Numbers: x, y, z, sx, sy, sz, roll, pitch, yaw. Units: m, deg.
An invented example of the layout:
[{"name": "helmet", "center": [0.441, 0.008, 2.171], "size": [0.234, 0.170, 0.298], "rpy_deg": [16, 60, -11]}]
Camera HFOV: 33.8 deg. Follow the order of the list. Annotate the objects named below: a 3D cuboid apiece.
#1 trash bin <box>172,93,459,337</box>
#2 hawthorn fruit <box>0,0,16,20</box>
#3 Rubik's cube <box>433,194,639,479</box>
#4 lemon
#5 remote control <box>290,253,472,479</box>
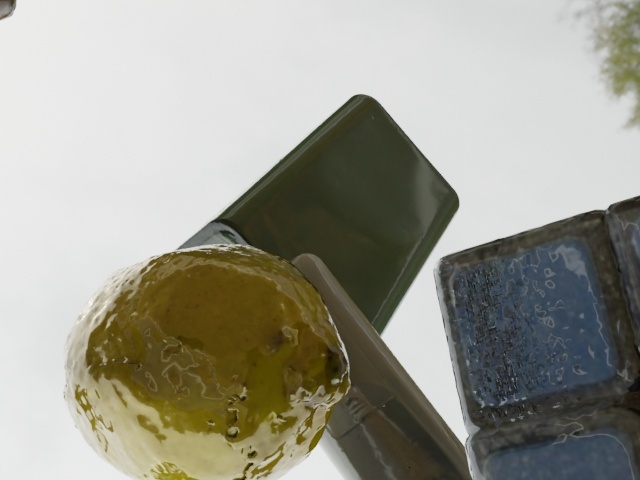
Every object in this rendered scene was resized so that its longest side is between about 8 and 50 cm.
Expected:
[{"name": "trash bin", "center": [0.000, 0.000, 1.225], "size": [0.223, 0.158, 0.343], "rpy_deg": [48, -138, -8]}, {"name": "hawthorn fruit", "center": [-0.208, -0.085, 0.386], "size": [0.188, 0.169, 0.169], "rpy_deg": [-17, -127, -15]}, {"name": "Rubik's cube", "center": [0.271, 0.131, 0.583], "size": [0.304, 0.301, 0.305], "rpy_deg": [23, -126, -58]}, {"name": "lemon", "center": [-0.092, 0.101, 0.835], "size": [0.204, 0.260, 0.204], "rpy_deg": [12, -105, -55]}, {"name": "remote control", "center": [0.039, 0.158, 0.981], "size": [0.313, 0.109, 0.055], "rpy_deg": [52, -179, 14]}]
